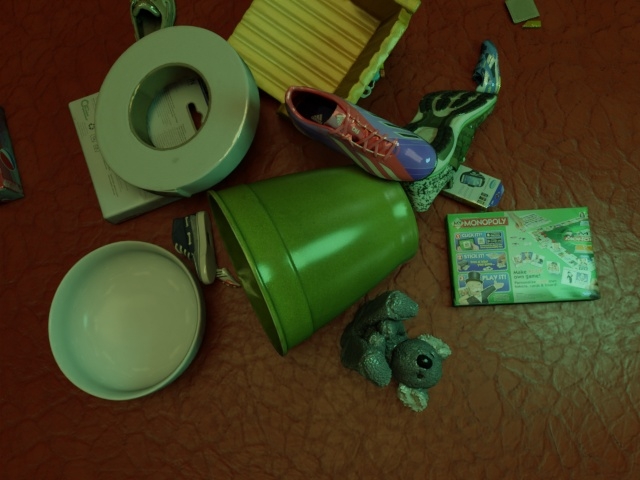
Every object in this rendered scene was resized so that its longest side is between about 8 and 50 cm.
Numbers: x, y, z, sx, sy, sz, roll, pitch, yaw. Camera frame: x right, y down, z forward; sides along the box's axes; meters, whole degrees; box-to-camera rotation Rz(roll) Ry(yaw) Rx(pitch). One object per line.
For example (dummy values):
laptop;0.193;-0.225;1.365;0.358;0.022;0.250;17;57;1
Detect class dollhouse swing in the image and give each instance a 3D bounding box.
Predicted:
dollhouse swing;-0.029;-0.455;1.224;0.305;0.315;0.346;34;96;-14

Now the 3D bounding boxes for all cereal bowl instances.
cereal bowl;-0.413;0.177;1.220;0.339;0.141;0.338;-1;78;3

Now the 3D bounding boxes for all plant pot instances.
plant pot;0.000;0.000;1.148;0.353;0.366;0.366;-24;78;-13

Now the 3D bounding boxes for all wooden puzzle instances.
wooden puzzle;0.511;-0.586;1.383;0.079;0.014;0.116;-10;78;-3

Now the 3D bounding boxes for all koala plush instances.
koala plush;0.170;0.243;1.173;0.221;0.203;0.196;31;69;-12

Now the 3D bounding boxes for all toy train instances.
toy train;0.082;-0.435;1.365;0.166;0.046;0.125;43;97;7

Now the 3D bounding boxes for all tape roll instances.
tape roll;-0.328;-0.291;1.238;0.393;0.072;0.391;-2;81;15

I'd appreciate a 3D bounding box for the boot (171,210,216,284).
boot;-0.298;0.024;1.276;0.086;0.069;0.189;-14;59;7

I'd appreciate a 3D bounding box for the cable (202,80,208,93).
cable;-0.199;-0.495;1.377;0.287;0.072;0.139;-37;78;-4

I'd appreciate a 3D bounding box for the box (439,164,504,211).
box;0.355;-0.123;1.277;0.136;0.028;0.081;27;74;16

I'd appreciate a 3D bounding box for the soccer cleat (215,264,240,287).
soccer cleat;-0.222;0.084;1.285;0.083;0.029;0.035;24;85;12

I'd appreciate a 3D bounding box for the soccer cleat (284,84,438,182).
soccer cleat;0.070;-0.204;1.039;0.318;0.116;0.108;29;92;15

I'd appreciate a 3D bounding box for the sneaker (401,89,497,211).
sneaker;0.277;-0.212;1.241;0.158;0.181;0.410;19;47;33

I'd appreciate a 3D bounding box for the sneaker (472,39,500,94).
sneaker;0.403;-0.425;1.337;0.059;0.053;0.144;-4;77;5

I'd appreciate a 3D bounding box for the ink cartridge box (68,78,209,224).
ink cartridge box;-0.413;-0.246;1.343;0.330;0.071;0.323;-21;77;-3

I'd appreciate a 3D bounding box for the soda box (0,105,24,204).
soda box;-0.828;-0.221;1.355;0.092;0.083;0.263;-20;78;-1

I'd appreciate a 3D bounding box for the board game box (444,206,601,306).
board game box;0.454;0.038;1.243;0.318;0.046;0.213;-3;77;3

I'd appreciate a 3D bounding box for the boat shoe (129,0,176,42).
boat shoe;-0.434;-0.584;1.396;0.109;0.098;0.302;-9;78;2
